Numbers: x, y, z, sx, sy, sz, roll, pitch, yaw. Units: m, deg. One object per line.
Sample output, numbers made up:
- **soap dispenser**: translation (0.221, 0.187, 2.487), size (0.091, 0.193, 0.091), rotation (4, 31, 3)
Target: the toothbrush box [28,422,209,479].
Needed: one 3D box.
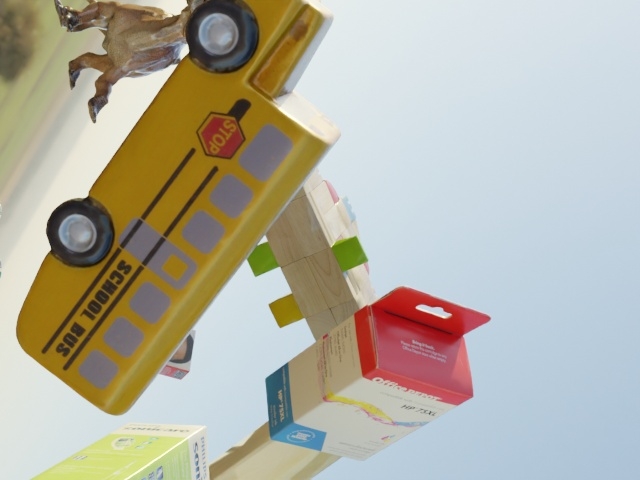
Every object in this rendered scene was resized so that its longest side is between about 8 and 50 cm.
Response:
- **toothbrush box**: translation (-0.240, 0.357, 1.444), size (0.283, 0.122, 0.206), rotation (-23, 111, -68)

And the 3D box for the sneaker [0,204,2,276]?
- **sneaker**: translation (-0.505, -0.012, 1.715), size (0.076, 0.065, 0.166), rotation (-11, -109, 22)

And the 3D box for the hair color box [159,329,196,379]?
- **hair color box**: translation (-0.262, 0.154, 1.786), size (0.043, 0.141, 0.072), rotation (-44, -145, 53)

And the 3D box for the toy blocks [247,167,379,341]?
- **toy blocks**: translation (0.000, 0.000, 2.108), size (0.190, 0.381, 0.261), rotation (-23, -173, 16)

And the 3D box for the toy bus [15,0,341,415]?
- **toy bus**: translation (-0.096, -0.039, 0.890), size (0.333, 0.130, 0.108), rotation (-52, 180, 14)

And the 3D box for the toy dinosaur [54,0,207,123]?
- **toy dinosaur**: translation (-0.194, -0.233, 1.393), size (0.295, 0.200, 0.127), rotation (-140, -141, -64)

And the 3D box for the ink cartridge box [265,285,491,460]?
- **ink cartridge box**: translation (0.062, 0.144, 1.252), size (0.231, 0.134, 0.078), rotation (-39, -136, 40)

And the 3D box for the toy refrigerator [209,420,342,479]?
- **toy refrigerator**: translation (-0.081, 0.336, 1.751), size (0.269, 0.094, 0.102), rotation (-36, -172, 8)
